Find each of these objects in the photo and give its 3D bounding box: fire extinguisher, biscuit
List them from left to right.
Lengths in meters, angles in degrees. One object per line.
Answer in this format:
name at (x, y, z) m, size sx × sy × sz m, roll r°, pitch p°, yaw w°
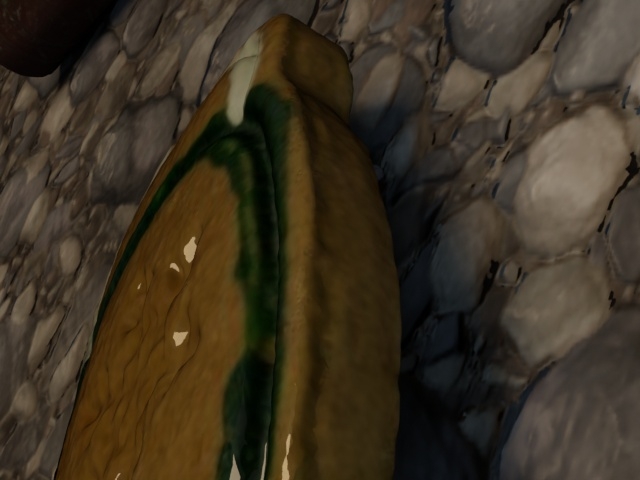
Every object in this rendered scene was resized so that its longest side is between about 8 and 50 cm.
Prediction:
fire extinguisher at (-0.135, -0.221, 1.003) m, size 0.267 × 0.072 × 0.089 m, roll -41°, pitch 29°, yaw 36°
biscuit at (-0.061, 0.077, 0.606) m, size 0.287 × 0.057 × 0.344 m, roll -57°, pitch 23°, yaw 34°

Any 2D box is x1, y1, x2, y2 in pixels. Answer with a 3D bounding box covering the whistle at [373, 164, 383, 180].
whistle at (0.000, 0.000, 0.643) m, size 0.083 × 0.029 × 0.033 m, roll -52°, pitch -1°, yaw 30°
